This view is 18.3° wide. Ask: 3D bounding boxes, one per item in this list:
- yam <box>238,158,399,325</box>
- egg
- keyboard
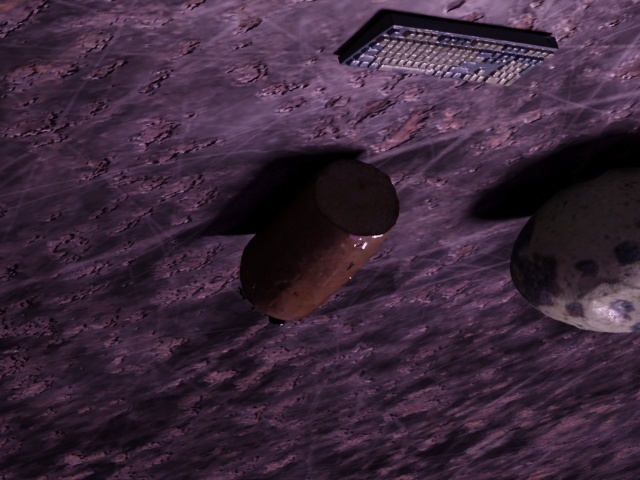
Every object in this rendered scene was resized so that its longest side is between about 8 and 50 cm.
[{"bbox_3d":[-0.003,0.000,1.500,0.084,0.084,0.127,-6,152,-35],"label":"yam"},{"bbox_3d":[0.250,0.009,1.680,0.181,0.141,0.141,-10,159,-1],"label":"egg"},{"bbox_3d":[0.091,-0.129,1.365,0.176,0.014,0.055,2,152,-46],"label":"keyboard"}]
